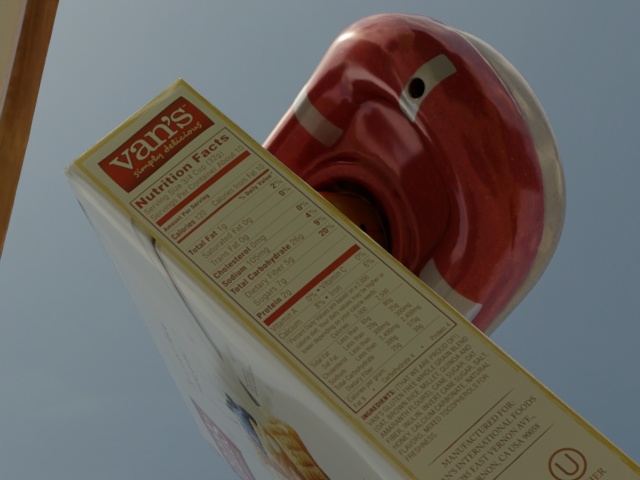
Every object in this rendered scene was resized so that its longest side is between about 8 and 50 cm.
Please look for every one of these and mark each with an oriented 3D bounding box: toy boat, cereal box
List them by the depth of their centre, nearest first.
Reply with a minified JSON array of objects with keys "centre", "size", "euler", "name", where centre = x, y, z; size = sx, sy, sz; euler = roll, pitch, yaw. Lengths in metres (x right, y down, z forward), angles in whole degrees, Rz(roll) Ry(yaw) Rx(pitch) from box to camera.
[{"centre":[0.038,0.080,0.457],"size":[0.047,0.173,0.240],"euler":[-41,-121,-15],"name":"cereal box"},{"centre":[0.000,0.000,0.783],"size":[0.151,0.151,0.231],"euler":[53,-58,25],"name":"toy boat"}]

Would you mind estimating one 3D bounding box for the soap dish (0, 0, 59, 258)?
[{"centre":[-0.277,-0.115,0.852],"size":[0.290,0.118,0.229],"euler":[17,-66,-1],"name":"soap dish"}]
